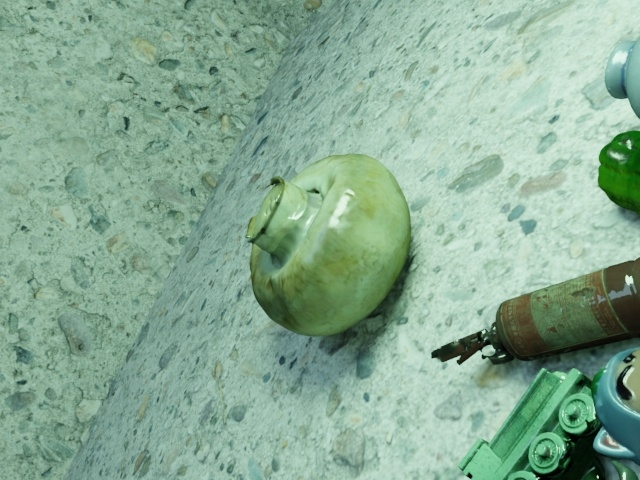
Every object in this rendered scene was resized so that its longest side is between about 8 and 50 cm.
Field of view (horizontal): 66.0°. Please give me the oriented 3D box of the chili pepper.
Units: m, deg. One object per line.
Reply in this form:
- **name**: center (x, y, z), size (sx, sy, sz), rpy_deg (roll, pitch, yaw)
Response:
- **chili pepper**: center (0.388, -0.059, 0.478), size (0.099, 0.083, 0.253), rpy_deg (-50, 28, -9)

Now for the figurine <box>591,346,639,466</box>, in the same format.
- **figurine**: center (0.298, 0.121, 0.356), size (0.178, 0.144, 0.114), rpy_deg (15, 48, 36)

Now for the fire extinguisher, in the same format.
- **fire extinguisher**: center (0.237, 0.087, 0.537), size (0.252, 0.106, 0.075), rpy_deg (-29, 57, 43)

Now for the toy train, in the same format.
- **toy train**: center (0.220, 0.201, 0.484), size (0.170, 0.071, 0.111), rpy_deg (-55, 19, 2)

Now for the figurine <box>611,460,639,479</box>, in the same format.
- **figurine**: center (0.129, 0.311, 0.334), size (0.382, 0.261, 0.186), rpy_deg (-41, 6, 10)

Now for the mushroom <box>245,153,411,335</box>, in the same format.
- **mushroom**: center (0.000, 0.000, 0.874), size (0.352, 0.260, 0.352), rpy_deg (-46, 28, 34)

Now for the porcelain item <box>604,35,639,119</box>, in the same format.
- **porcelain item**: center (0.423, -0.170, 0.485), size (0.141, 0.141, 0.259), rpy_deg (-58, 34, -3)
